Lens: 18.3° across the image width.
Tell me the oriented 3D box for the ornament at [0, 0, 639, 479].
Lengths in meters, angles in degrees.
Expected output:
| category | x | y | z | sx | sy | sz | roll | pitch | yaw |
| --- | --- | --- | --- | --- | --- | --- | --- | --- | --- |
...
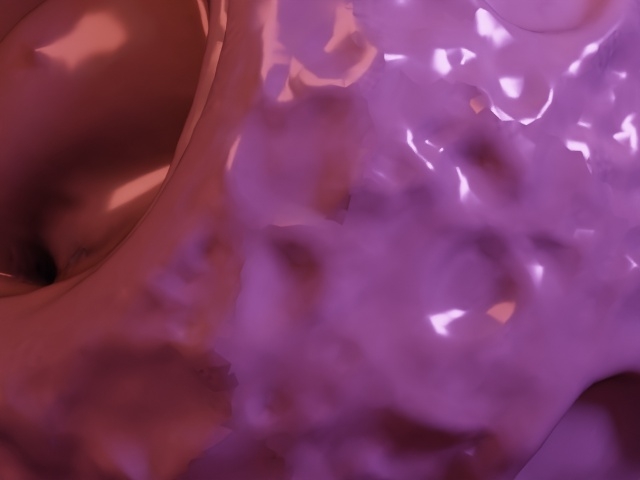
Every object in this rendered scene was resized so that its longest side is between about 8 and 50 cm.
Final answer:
| category | x | y | z | sx | sy | sz | roll | pitch | yaw |
| --- | --- | --- | --- | --- | --- | --- | --- | --- | --- |
| ornament | 0.000 | 0.000 | 0.718 | 0.337 | 0.337 | 0.337 | -22 | 30 | 13 |
